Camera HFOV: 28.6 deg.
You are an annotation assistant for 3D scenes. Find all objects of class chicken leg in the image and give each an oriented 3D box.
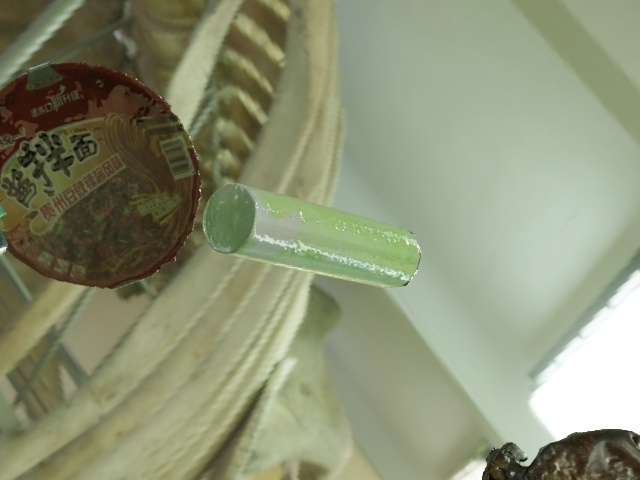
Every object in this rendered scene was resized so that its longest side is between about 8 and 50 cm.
[{"bbox_3d":[0.213,0.132,0.734,0.051,0.253,0.105,73,-6,-85],"label":"chicken leg"}]

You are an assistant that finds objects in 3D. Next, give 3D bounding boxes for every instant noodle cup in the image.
[{"bbox_3d":[-0.259,-0.085,1.451,0.274,0.274,0.090,60,18,-14],"label":"instant noodle cup"}]

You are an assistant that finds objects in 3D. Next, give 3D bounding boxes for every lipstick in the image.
[{"bbox_3d":[0.000,0.000,1.307,0.304,0.076,0.076,12,29,-53],"label":"lipstick"}]

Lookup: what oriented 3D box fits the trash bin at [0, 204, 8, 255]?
[{"bbox_3d":[-0.457,-0.092,1.075,0.295,0.259,0.381,-74,140,-85],"label":"trash bin"}]
